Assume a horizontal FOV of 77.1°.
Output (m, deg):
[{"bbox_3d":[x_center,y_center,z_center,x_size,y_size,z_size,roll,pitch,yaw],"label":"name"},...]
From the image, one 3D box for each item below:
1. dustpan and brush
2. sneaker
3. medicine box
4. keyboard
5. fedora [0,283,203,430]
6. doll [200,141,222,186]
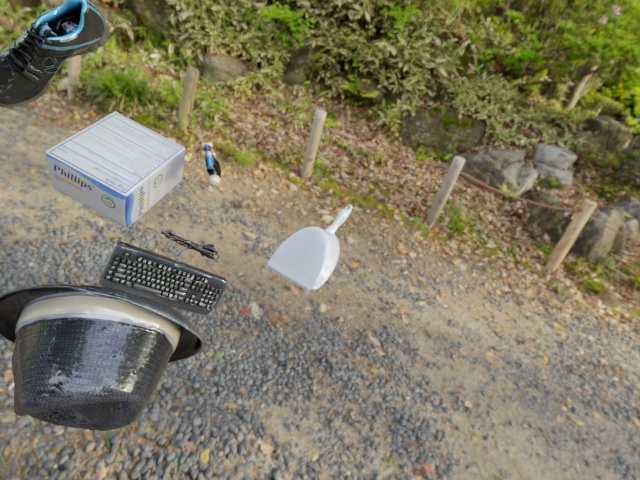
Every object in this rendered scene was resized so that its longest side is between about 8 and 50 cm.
[{"bbox_3d":[0.000,0.000,0.852,0.147,0.211,0.060,26,-10,39],"label":"dustpan and brush"},{"bbox_3d":[-0.671,-0.458,0.952,0.125,0.341,0.140,45,-9,-14],"label":"sneaker"},{"bbox_3d":[-0.619,-0.228,1.250,0.264,0.149,0.289,28,47,1],"label":"medicine box"},{"bbox_3d":[-0.390,0.075,1.074,0.317,0.201,0.033,26,-7,-38],"label":"keyboard"},{"bbox_3d":[-0.358,0.197,0.617,0.334,0.334,0.152,12,52,-13],"label":"fedora"},{"bbox_3d":[-0.337,-0.229,1.257,0.046,0.129,0.189,-18,46,-8],"label":"doll"}]
